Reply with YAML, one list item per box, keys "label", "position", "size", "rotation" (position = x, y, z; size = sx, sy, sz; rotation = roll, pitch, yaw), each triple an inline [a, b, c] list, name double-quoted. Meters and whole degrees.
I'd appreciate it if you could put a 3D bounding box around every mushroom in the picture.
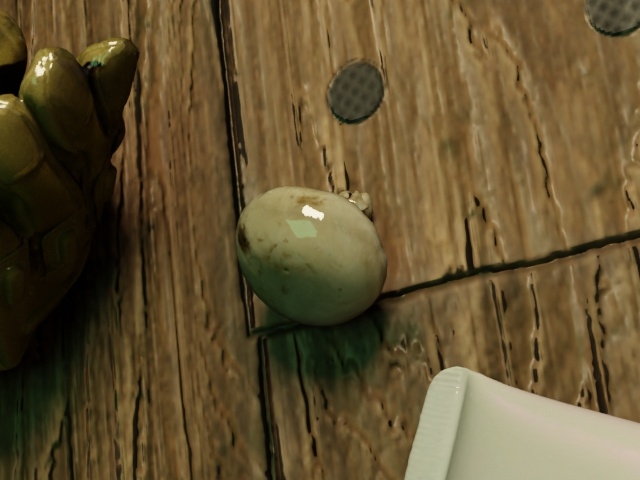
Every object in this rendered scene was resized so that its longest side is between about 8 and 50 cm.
- label: "mushroom"
  position: [0.000, 0.000, 0.704]
  size: [0.085, 0.085, 0.079]
  rotation: [7, 45, 31]

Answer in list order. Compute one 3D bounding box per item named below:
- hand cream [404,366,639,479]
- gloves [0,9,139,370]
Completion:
- label: "hand cream"
  position: [0.175, 0.156, 0.537]
  size: [0.358, 0.118, 0.186]
  rotation: [4, 71, 35]
- label: "gloves"
  position: [-0.209, -0.007, 0.779]
  size: [0.331, 0.141, 0.154]
  rotation: [-35, 35, 27]
